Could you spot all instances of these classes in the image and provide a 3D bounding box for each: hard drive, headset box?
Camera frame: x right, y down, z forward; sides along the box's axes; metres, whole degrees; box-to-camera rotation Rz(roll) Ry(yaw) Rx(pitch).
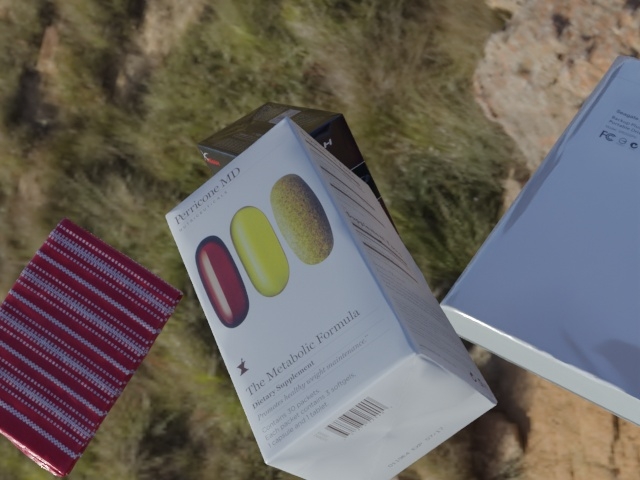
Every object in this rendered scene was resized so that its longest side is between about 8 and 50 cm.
[{"bbox_3d":[0.299,-0.010,0.979,0.233,0.047,0.353,26,60,25],"label":"hard drive"},{"bbox_3d":[0.000,0.000,1.221,0.293,0.110,0.218,63,164,-21],"label":"headset box"}]

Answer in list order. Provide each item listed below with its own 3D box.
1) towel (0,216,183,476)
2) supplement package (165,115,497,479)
[{"bbox_3d":[-0.322,0.132,1.351,0.199,0.031,0.275,31,83,11],"label":"towel"},{"bbox_3d":[0.001,0.050,0.829,0.139,0.134,0.244,-38,52,13],"label":"supplement package"}]
